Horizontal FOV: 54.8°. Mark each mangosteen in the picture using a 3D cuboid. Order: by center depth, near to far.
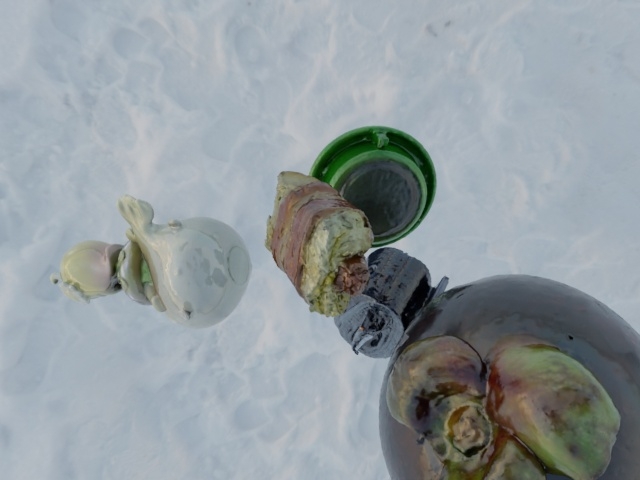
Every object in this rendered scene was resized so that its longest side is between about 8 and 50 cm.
[{"bbox_3d":[0.180,0.165,0.571,0.288,0.288,0.287,0,91,5],"label":"mangosteen"}]

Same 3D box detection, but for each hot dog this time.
[{"bbox_3d":[0.000,0.000,0.768,0.103,0.213,0.146,4,120,-26],"label":"hot dog"}]

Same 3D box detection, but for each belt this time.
[{"bbox_3d":[0.084,0.107,0.906,0.122,0.218,0.128,33,67,6],"label":"belt"}]

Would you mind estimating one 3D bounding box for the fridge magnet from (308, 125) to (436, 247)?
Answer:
[{"bbox_3d":[0.081,-0.077,0.967,0.208,0.088,0.208,-3,118,-7],"label":"fridge magnet"}]

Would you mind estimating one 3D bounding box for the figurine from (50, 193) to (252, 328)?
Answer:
[{"bbox_3d":[-0.330,0.032,1.137,0.395,0.226,0.274,-3,125,21],"label":"figurine"}]
